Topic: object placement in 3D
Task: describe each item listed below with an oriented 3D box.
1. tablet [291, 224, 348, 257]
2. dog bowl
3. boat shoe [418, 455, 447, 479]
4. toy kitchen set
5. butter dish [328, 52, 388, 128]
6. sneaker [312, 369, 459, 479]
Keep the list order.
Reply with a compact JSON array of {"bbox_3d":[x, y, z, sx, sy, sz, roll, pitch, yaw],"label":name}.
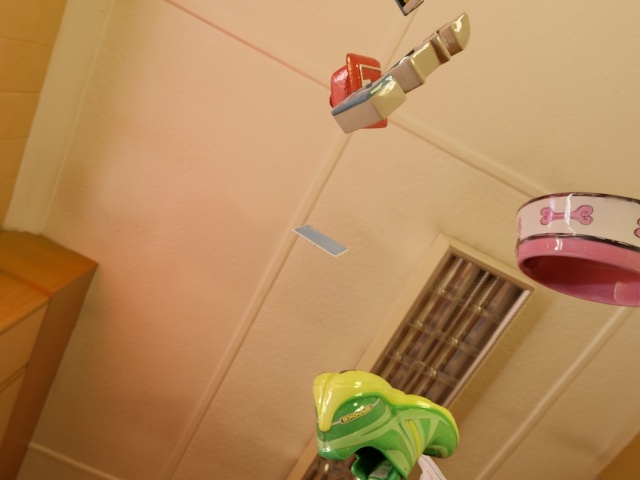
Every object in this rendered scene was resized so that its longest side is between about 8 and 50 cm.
[{"bbox_3d":[0.000,0.000,0.665,0.083,0.054,0.006,32,-66,18],"label":"tablet"},{"bbox_3d":[0.697,0.039,1.077,0.408,0.408,0.150,24,-102,-5],"label":"dog bowl"},{"bbox_3d":[0.172,0.372,0.658,0.035,0.100,0.035,-23,-70,-11],"label":"boat shoe"},{"bbox_3d":[0.085,-0.291,0.616,0.207,0.122,0.166,-43,-72,-14],"label":"toy kitchen set"},{"bbox_3d":[0.073,-0.331,0.974,0.118,0.160,0.160,-2,-78,35],"label":"butter dish"},{"bbox_3d":[0.086,0.262,0.568,0.110,0.123,0.296,-15,-37,41],"label":"sneaker"}]
